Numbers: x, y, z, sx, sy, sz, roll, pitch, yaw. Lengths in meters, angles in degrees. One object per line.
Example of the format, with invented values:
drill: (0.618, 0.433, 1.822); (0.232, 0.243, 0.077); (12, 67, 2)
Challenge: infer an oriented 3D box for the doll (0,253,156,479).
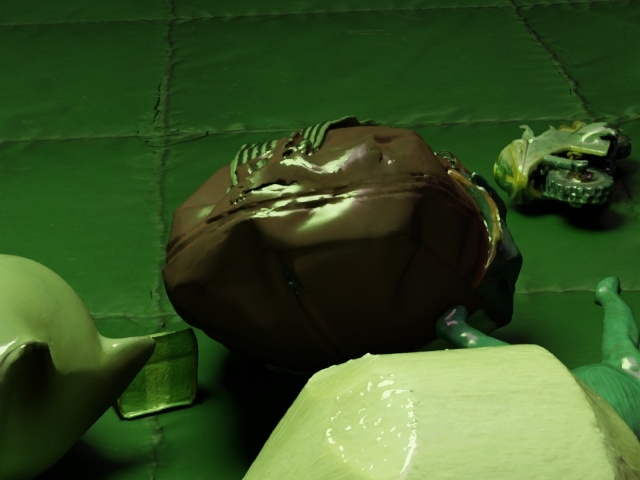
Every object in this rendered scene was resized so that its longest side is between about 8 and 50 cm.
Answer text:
doll: (-0.341, 0.086, 1.324); (0.370, 0.226, 0.215); (24, 2, 27)

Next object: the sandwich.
sandwich: (-0.157, 0.091, 1.452); (0.074, 0.074, 0.116); (-11, 25, -20)

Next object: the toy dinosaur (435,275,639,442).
toy dinosaur: (0.229, 0.167, 1.257); (0.383, 0.129, 0.331); (-18, 38, -30)

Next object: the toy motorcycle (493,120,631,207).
toy motorcycle: (0.263, -0.089, 1.816); (0.130, 0.094, 0.229); (4, 20, 16)

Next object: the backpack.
backpack: (0.000, 0.000, 1.348); (0.283, 0.197, 0.317); (-17, -18, 13)

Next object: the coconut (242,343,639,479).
coconut: (0.067, 0.185, 1.029); (0.266, 0.237, 0.237); (-3, 24, -9)
